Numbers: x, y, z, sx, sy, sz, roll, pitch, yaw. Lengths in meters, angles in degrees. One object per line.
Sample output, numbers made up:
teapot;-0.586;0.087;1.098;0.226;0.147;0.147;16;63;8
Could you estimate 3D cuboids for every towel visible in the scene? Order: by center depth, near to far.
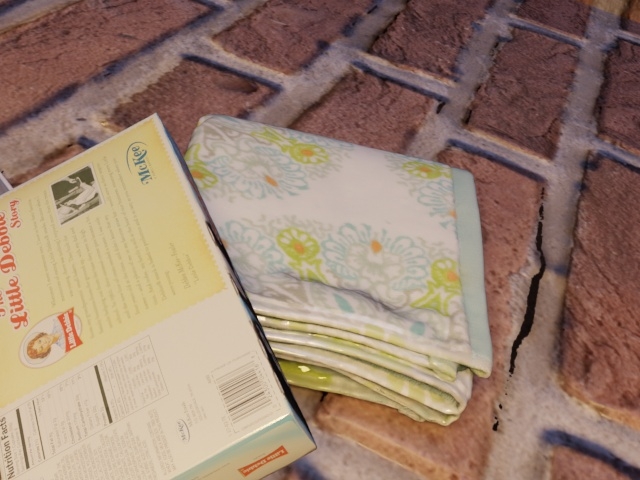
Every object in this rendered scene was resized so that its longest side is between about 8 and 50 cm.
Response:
towel;0.000;0.000;0.828;0.321;0.090;0.374;15;34;-4

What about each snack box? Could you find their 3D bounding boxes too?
snack box;-0.150;0.055;0.612;0.187;0.060;0.322;-28;50;-2

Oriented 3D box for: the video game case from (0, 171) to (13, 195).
video game case;-0.365;-0.027;0.766;0.173;0.022;0.190;-16;46;-39
